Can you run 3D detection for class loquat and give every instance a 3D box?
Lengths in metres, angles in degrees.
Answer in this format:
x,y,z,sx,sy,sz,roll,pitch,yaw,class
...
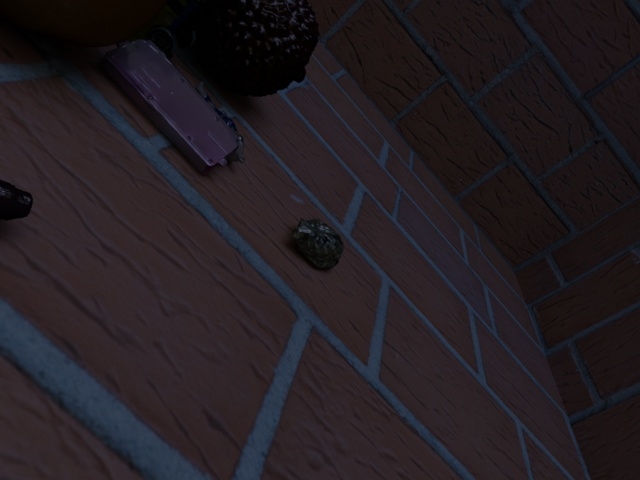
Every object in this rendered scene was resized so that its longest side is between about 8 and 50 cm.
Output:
x,y,z,sx,sy,sz,roll,pitch,yaw,class
-0.358,-0.442,0.677,0.328,0.328,0.329,40,26,-25,loquat

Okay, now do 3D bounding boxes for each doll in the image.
x,y,z,sx,sy,sz,roll,pitch,yaw,class
-0.211,-0.244,0.985,0.227,0.057,0.114,55,21,13,doll

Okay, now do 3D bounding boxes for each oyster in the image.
x,y,z,sx,sy,sz,roll,pitch,yaw,class
0.000,0.000,1.011,0.125,0.064,0.177,46,22,-2,oyster

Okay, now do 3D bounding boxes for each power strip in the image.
x,y,z,sx,sy,sz,roll,pitch,yaw,class
-0.264,-0.244,0.871,0.279,0.037,0.109,47,46,-10,power strip

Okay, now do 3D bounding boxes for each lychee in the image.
x,y,z,sx,sy,sz,roll,pitch,yaw,class
-0.159,-0.498,1.144,0.330,0.306,0.306,41,26,-32,lychee

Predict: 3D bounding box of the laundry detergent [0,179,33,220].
x,y,z,sx,sy,sz,roll,pitch,yaw,class
-0.377,-0.076,0.427,0.221,0.078,0.144,21,34,-48,laundry detergent

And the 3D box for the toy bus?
x,y,z,sx,sy,sz,roll,pitch,yaw,class
-0.281,-0.497,0.930,0.175,0.287,0.138,46,24,-16,toy bus
